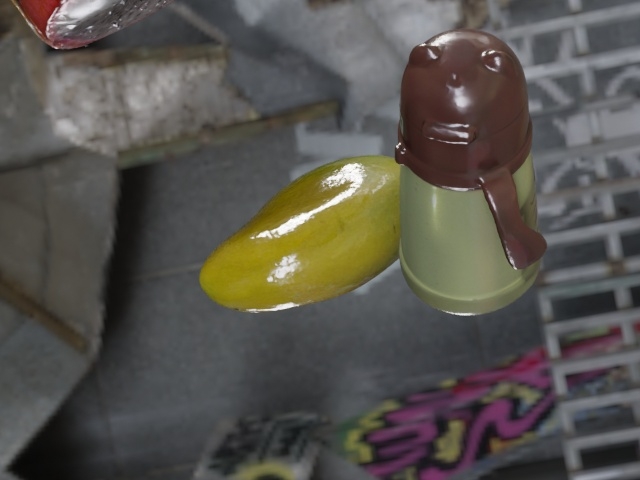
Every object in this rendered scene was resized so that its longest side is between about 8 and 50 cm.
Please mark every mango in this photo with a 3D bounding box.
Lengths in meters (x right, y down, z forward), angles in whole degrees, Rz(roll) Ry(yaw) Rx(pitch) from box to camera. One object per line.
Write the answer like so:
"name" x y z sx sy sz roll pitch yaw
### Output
"mango" 0.004 0.000 1.149 0.191 0.122 0.086 -40 -52 -33

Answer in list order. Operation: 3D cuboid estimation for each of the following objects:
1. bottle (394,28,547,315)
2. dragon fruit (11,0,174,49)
"bottle" 0.046 -0.022 0.455 0.063 0.047 0.101 33 152 28
"dragon fruit" -0.177 -0.317 1.344 0.189 0.290 0.290 59 -173 -2
